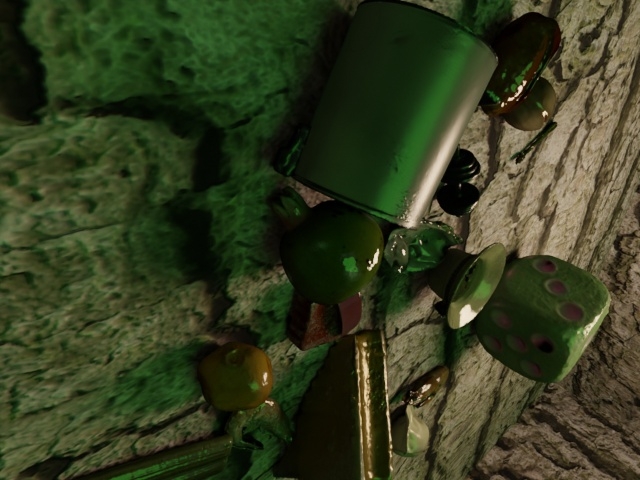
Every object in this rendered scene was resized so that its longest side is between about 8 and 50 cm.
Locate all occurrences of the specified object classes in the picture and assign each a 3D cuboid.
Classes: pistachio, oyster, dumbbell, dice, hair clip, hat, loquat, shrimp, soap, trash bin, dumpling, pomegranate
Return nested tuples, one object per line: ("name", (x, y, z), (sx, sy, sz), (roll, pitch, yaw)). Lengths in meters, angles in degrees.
("pistachio", (0.499, -0.320, 1.023), (0.185, 0.125, 0.124), (11, 106, -50))
("oyster", (0.244, 0.001, 0.995), (0.252, 0.087, 0.199), (-25, 139, -24))
("dumbbell", (0.309, -0.131, 0.969), (0.099, 0.099, 0.208), (-40, 137, -20))
("dice", (0.751, 0.258, 1.478), (0.322, 0.330, 0.318), (-32, 138, -28))
("hair clip", (0.057, 0.142, 0.858), (0.054, 0.022, 0.137), (-28, 132, -27))
("hat", (0.363, 0.094, 1.136), (0.257, 0.130, 0.257), (-25, 131, -33))
("loquat", (-0.145, 0.238, 0.740), (0.138, 0.112, 0.137), (-12, 143, -9))
("shrimp", (0.345, 0.519, 1.444), (0.296, 0.058, 0.168), (-11, 123, -45))
("soap", (0.014, 0.395, 1.046), (0.169, 0.305, 0.338), (25, 56, -43))
("trash bin", (0.102, -0.175, 0.643), (0.278, 0.217, 0.262), (20, 100, -15))
("shrimp", (-0.124, 0.403, 0.907), (0.126, 0.047, 0.223), (-37, 129, -12))
("dumpling", (0.295, 0.630, 1.425), (0.216, 0.126, 0.166), (29, 65, -41))
("pomegranate", (0.000, 0.000, 0.705), (0.180, 0.180, 0.209), (-46, 109, -14))

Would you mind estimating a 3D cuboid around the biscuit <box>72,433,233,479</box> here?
("biscuit", (-0.295, 0.414, 0.743), (0.323, 0.038, 0.099), (4, 115, -42))

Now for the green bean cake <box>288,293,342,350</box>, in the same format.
("green bean cake", (0.003, 0.145, 0.866), (0.136, 0.056, 0.135), (-8, 118, -43))

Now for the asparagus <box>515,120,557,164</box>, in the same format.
("asparagus", (0.628, -0.283, 1.253), (0.233, 0.022, 0.023), (-41, -179, -22))

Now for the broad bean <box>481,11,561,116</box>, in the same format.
("broad bean", (0.408, -0.371, 0.906), (0.228, 0.122, 0.156), (-55, 170, 4))
